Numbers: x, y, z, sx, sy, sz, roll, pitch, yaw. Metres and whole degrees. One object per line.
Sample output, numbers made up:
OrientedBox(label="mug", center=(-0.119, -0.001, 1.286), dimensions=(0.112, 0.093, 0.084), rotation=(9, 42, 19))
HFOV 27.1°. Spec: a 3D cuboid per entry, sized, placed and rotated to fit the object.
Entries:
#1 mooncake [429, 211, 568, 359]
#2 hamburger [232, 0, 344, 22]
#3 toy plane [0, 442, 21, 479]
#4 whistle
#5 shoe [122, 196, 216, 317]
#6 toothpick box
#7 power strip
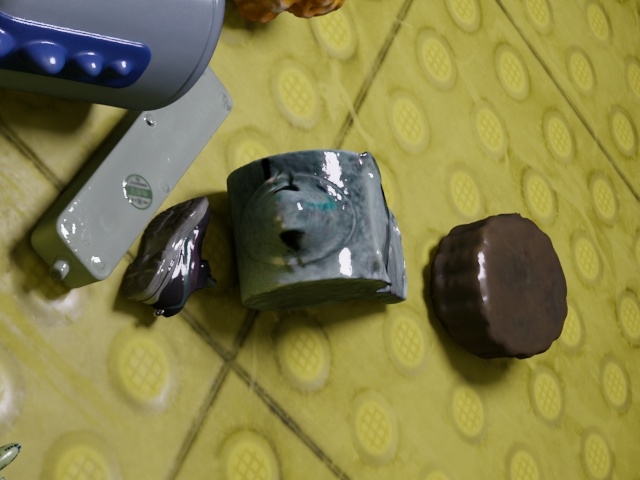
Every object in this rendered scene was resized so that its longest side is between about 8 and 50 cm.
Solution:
OrientedBox(label="mooncake", center=(0.266, 0.074, 2.018), dimensions=(0.228, 0.124, 0.228), rotation=(13, 71, -43))
OrientedBox(label="hamburger", center=(-0.047, -0.373, 1.756), dimensions=(0.237, 0.237, 0.148), rotation=(5, 72, -48))
OrientedBox(label="toy plane", center=(-0.342, 0.232, 1.316), dimensions=(0.111, 0.040, 0.102), rotation=(-38, 107, -50))
OrientedBox(label="whistle", center=(0.031, -0.006, 1.722), dimensions=(0.405, 0.188, 0.168), rotation=(6, 71, -48))
OrientedBox(label="shoe", center=(-0.163, 0.028, 1.582), dimensions=(0.099, 0.071, 0.169), rotation=(49, 48, -29))
OrientedBox(label="toothpick box", center=(-0.295, -0.262, 1.399), dimensions=(0.355, 0.263, 0.262), rotation=(4, 73, -47))
OrientedBox(label="power strip", center=(-0.220, -0.082, 1.560), dimensions=(0.091, 0.062, 0.385), rotation=(53, 43, -22))
